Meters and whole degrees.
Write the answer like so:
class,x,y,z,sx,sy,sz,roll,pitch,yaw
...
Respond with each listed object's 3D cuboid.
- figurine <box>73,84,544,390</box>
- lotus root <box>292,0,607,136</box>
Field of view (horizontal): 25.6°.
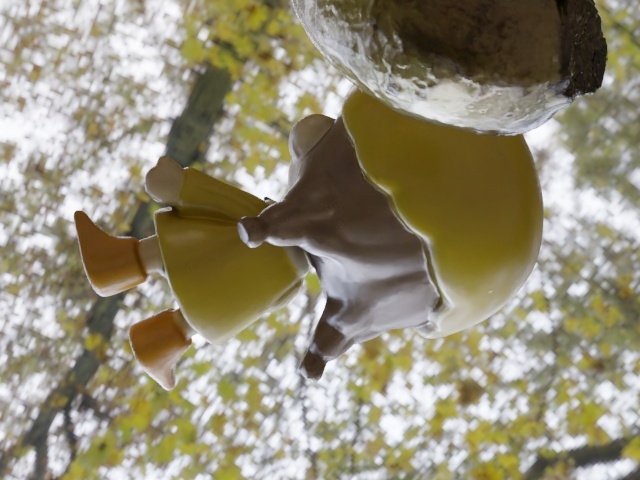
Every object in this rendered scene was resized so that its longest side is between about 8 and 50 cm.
class,x,y,z,sx,sy,sz,roll,pitch,yaw
figurine,0.000,0.000,1.073,0.187,0.343,0.215,-100,-16,-44
lotus root,0.060,-0.134,0.793,0.214,0.138,0.138,29,-139,22
